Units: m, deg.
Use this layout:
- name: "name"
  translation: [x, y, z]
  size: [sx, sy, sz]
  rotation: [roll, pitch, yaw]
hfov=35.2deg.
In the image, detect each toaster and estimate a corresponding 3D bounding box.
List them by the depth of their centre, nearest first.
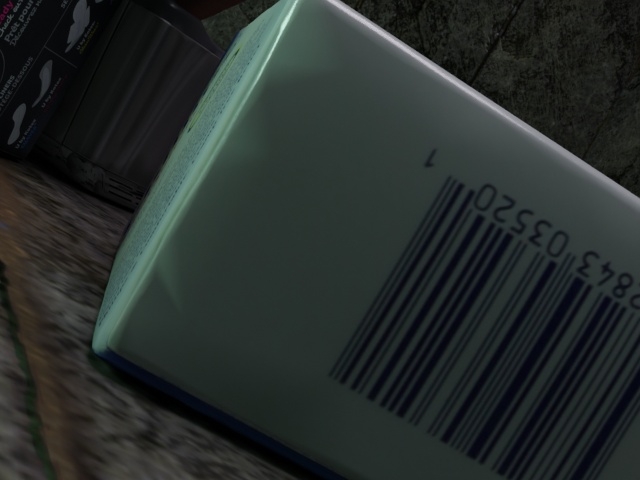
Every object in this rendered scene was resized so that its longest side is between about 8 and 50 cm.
- name: "toaster"
  translation: [-0.132, -0.104, 0.781]
  size: [0.129, 0.146, 0.227]
  rotation: [33, 4, 29]

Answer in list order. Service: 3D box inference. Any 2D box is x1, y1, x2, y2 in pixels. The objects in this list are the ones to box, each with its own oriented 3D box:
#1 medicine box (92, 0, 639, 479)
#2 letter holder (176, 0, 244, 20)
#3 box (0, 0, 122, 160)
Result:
- name: "medicine box"
  translation: [0.047, 0.019, 0.491]
  size: [0.263, 0.149, 0.289]
  rotation: [30, 2, -12]
- name: "letter holder"
  translation: [-0.135, -0.263, 0.770]
  size: [0.152, 0.214, 0.302]
  rotation: [63, -3, -1]
- name: "box"
  translation: [-0.267, -0.187, 0.622]
  size: [0.247, 0.163, 0.142]
  rotation: [32, 1, 12]
